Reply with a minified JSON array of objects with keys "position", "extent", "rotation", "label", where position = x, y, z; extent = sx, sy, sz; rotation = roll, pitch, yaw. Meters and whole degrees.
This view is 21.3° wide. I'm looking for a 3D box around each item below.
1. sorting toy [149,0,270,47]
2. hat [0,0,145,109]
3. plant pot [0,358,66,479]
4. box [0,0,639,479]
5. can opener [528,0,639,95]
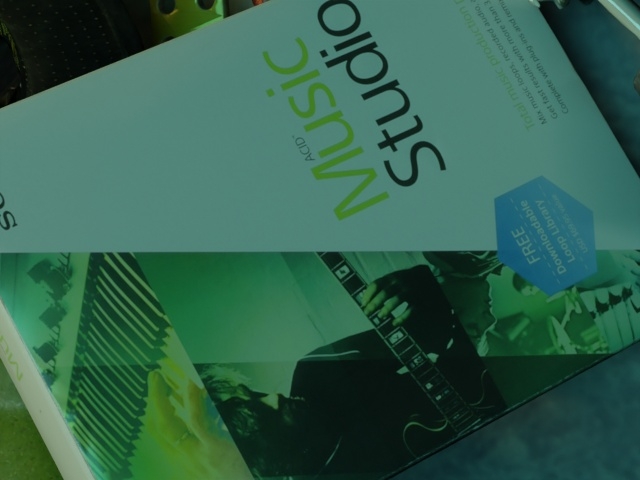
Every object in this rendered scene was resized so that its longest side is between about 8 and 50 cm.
[{"position":[0.001,-0.035,0.929],"extent":[0.132,0.046,0.274],"rotation":[-29,82,23],"label":"sorting toy"},{"position":[-0.258,-0.135,0.959],"extent":[0.331,0.331,0.134],"rotation":[-19,48,24],"label":"hat"},{"position":[-0.167,0.224,0.873],"extent":[0.366,0.366,0.353],"rotation":[-2,78,24],"label":"plant pot"},{"position":[0.000,0.000,0.814],"extent":[0.322,0.058,0.232],"rotation":[-26,81,-22],"label":"box"},{"position":[0.194,-0.089,0.826],"extent":[0.093,0.074,0.280],"rotation":[-45,76,19],"label":"can opener"}]
